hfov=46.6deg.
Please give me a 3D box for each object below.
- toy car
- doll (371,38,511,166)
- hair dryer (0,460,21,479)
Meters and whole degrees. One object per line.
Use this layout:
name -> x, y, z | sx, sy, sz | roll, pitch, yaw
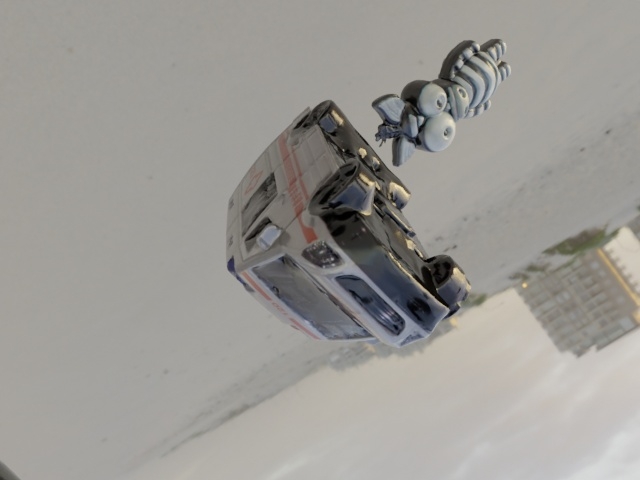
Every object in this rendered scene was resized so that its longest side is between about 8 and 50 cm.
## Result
toy car -> 0.000, 0.000, 0.418 | 0.108, 0.089, 0.210 | -40, -157, 10
doll -> 0.146, -0.164, 0.854 | 0.219, 0.091, 0.067 | -37, -145, -26
hair dryer -> -0.159, 0.226, 0.333 | 0.091, 0.235, 0.271 | -21, 168, -47
